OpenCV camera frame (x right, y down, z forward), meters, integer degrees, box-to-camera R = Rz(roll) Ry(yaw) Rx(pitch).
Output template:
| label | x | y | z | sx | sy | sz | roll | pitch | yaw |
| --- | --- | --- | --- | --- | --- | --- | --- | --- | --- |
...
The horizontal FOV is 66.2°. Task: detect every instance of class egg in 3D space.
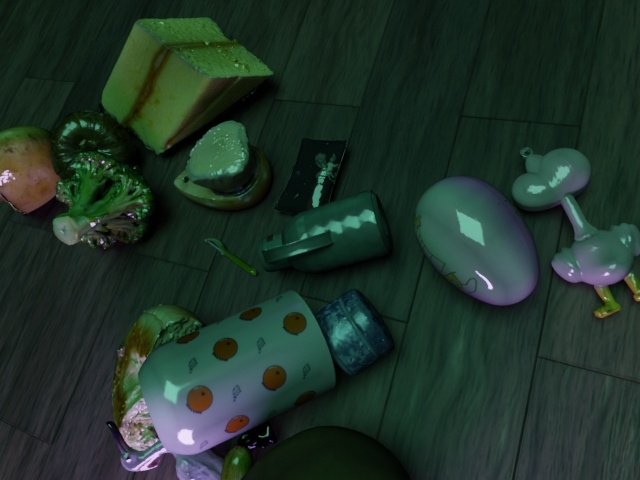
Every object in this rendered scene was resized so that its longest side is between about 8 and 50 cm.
| label | x | y | z | sx | sy | sz | roll | pitch | yaw |
| --- | --- | --- | --- | --- | --- | --- | --- | --- | --- |
| egg | 0.295 | 0.001 | 0.940 | 0.197 | 0.196 | 0.271 | -26 | 78 | 8 |

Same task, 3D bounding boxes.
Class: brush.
| label | x | y | z | sx | sy | sz | roll | pitch | yaw |
| --- | --- | --- | --- | --- | --- | --- | --- | --- | --- |
| brush | -0.263 | -0.169 | 1.209 | 0.267 | 0.166 | 0.174 | -11 | 67 | 17 |

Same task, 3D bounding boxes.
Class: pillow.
| label | x | y | z | sx | sy | sz | roll | pitch | yaw |
| --- | --- | --- | --- | --- | --- | --- | --- | --- | --- |
| pillow | -0.019 | -0.152 | 1.177 | 0.142 | 0.055 | 0.208 | 12 | 75 | 28 |

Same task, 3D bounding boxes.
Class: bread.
| label | x | y | z | sx | sy | sz | roll | pitch | yaw |
| --- | --- | --- | --- | --- | --- | --- | --- | --- | --- |
| bread | -0.352 | 0.279 | 1.065 | 0.192 | 0.171 | 0.313 | 23 | 96 | 47 |
| bread | -0.392 | -0.419 | 1.369 | 0.345 | 0.242 | 0.405 | 54 | 131 | 17 |

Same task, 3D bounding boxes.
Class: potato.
| label | x | y | z | sx | sy | sz | roll | pitch | yaw |
| --- | --- | --- | --- | --- | --- | --- | --- | --- | --- |
| potato | -0.821 | -0.213 | 1.373 | 0.243 | 0.285 | 0.242 | -4 | 54 | 6 |

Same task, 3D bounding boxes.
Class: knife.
| label | x | y | z | sx | sy | sz | roll | pitch | yaw |
| --- | --- | --- | --- | --- | --- | --- | --- | --- | --- |
| knife | -0.220 | 0.034 | 1.196 | 0.184 | 0.022 | 0.026 | 32 | 110 | 26 |

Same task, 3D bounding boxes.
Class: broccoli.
| label | x | y | z | sx | sy | sz | roll | pitch | yaw |
| --- | --- | --- | --- | --- | --- | --- | --- | --- | --- |
| broccoli | -0.558 | -0.071 | 1.223 | 0.254 | 0.269 | 0.269 | 27 | 80 | -2 |

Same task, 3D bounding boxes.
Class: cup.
| label | x | y | z | sx | sy | sz | roll | pitch | yaw |
| --- | --- | --- | --- | --- | --- | --- | --- | --- | --- |
| cup | -0.159 | 0.247 | 0.920 | 0.318 | 0.212 | 0.212 | -20 | 62 | -20 |

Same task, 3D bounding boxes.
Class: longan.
| label | x | y | z | sx | sy | sz | roll | pitch | yaw |
| --- | --- | --- | --- | --- | --- | --- | --- | --- | --- |
| longan | -0.002 | 0.490 | 0.800 | 0.361 | 0.361 | 0.360 | -6 | 69 | 17 |

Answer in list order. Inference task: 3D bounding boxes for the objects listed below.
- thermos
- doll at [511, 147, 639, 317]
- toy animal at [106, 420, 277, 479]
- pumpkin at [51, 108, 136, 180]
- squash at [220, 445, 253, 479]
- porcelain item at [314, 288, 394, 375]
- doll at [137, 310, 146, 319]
| label | x | y | z | sx | sy | sz | roll | pitch | yaw |
| --- | --- | --- | --- | --- | --- | --- | --- | --- | --- |
| thermos | 0.000 | 0.000 | 1.050 | 0.287 | 0.182 | 0.144 | -17 | 92 | 12 |
| doll | 0.488 | -0.041 | 0.941 | 0.160 | 0.094 | 0.365 | -29 | 62 | 15 |
| toy animal | -0.250 | 0.438 | 0.983 | 0.325 | 0.090 | 0.195 | -4 | 81 | -12 |
| pumpkin | -0.616 | -0.248 | 1.330 | 0.219 | 0.162 | 0.218 | -2 | 96 | -15 |
| squash | -0.160 | 0.508 | 0.931 | 0.066 | 0.066 | 0.251 | 4 | 97 | 20 |
| porcelain item | 0.069 | 0.178 | 0.973 | 0.114 | 0.147 | 0.147 | -34 | 63 | 4 |
| doll | -0.417 | 0.222 | 1.184 | 0.057 | 0.039 | 0.114 | 12 | 58 | -21 |
